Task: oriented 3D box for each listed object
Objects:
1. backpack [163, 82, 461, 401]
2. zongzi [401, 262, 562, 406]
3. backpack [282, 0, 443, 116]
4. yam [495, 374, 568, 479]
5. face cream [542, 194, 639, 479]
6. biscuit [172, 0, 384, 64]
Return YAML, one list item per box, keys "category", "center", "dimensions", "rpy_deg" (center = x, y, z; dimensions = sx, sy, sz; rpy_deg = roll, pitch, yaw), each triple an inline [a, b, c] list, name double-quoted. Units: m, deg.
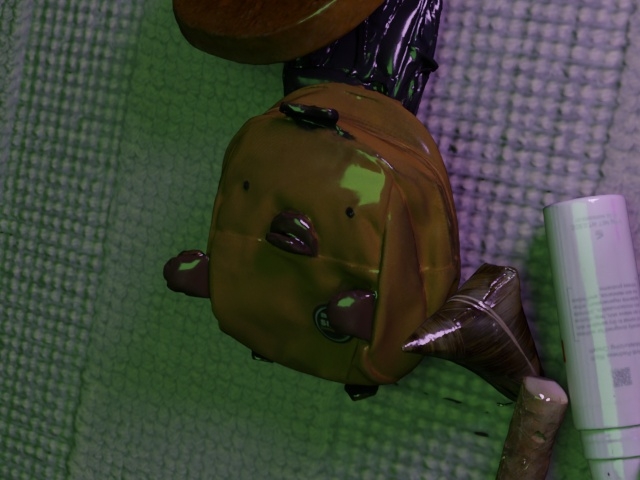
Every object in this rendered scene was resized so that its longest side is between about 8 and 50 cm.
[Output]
- category: "backpack"
  center: [0.001, -0.003, 1.444]
  dimensions: [0.353, 0.201, 0.378]
  rpy_deg: [12, 118, 26]
- category: "zongzi"
  center: [0.180, 0.146, 1.369]
  dimensions: [0.084, 0.184, 0.187]
  rpy_deg: [4, 124, 50]
- category: "backpack"
  center: [0.058, -0.255, 1.501]
  dimensions: [0.206, 0.133, 0.258]
  rpy_deg: [20, 92, 24]
- category: "yam"
  center: [0.233, 0.298, 1.392]
  dimensions: [0.066, 0.066, 0.299]
  rpy_deg: [18, 109, 28]
- category: "face cream"
  center: [0.328, 0.124, 1.353]
  dimensions: [0.102, 0.102, 0.345]
  rpy_deg: [-9, 84, 28]
- category: "biscuit"
  center: [-0.018, -0.360, 1.482]
  dimensions: [0.350, 0.070, 0.394]
  rpy_deg: [-48, 37, -5]
